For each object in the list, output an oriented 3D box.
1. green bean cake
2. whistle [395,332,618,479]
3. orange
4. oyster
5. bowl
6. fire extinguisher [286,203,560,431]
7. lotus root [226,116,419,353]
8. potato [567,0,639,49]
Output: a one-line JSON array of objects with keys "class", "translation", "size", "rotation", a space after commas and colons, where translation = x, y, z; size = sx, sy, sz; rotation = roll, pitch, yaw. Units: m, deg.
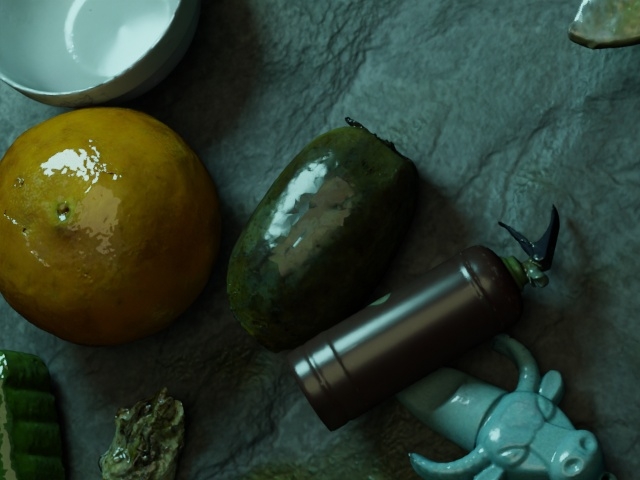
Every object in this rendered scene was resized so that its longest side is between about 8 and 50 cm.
[{"class": "green bean cake", "translation": [-0.424, 0.266, 1.968], "size": [0.222, 0.125, 0.248], "rotation": [-17, 74, 18]}, {"class": "whistle", "translation": [0.203, 0.208, 1.772], "size": [0.274, 0.093, 0.186], "rotation": [26, 67, 28]}, {"class": "orange", "translation": [-0.255, -0.017, 1.900], "size": [0.284, 0.226, 0.283], "rotation": [-1, 87, 15]}, {"class": "oyster", "translation": [-0.214, 0.244, 1.935], "size": [0.108, 0.053, 0.165], "rotation": [23, 97, 31]}, {"class": "bowl", "translation": [-0.265, -0.281, 1.974], "size": [0.287, 0.144, 0.286], "rotation": [-6, 71, 19]}, {"class": "fire extinguisher", "translation": [0.128, 0.072, 1.802], "size": [0.344, 0.102, 0.138], "rotation": [-31, 36, 2]}, {"class": "lotus root", "translation": [0.000, 0.000, 1.845], "size": [0.160, 0.152, 0.274], "rotation": [34, 95, 13]}, {"class": "potato", "translation": [0.407, -0.311, 1.747], "size": [0.190, 0.211, 0.264], "rotation": [20, 100, 19]}]
